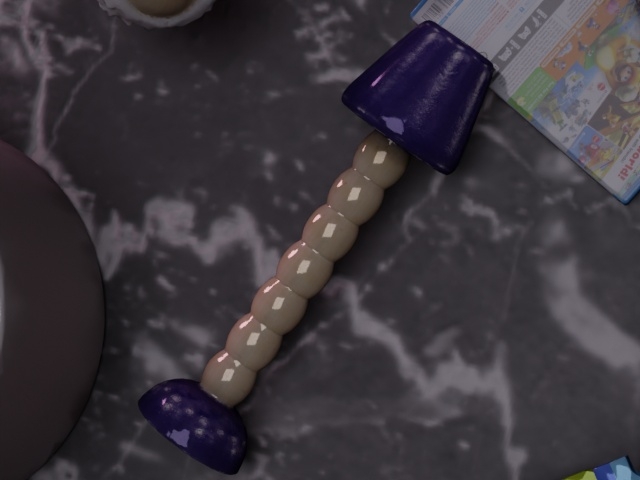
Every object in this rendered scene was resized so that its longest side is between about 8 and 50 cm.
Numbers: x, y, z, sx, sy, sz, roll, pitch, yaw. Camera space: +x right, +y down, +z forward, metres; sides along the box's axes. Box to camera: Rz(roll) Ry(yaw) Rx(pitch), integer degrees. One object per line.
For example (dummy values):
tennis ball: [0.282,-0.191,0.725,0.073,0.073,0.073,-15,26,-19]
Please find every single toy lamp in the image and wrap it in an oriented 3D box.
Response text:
toy lamp: [0.000,0.000,1.096,0.080,0.080,0.275,37,95,12]

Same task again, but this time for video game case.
video game case: [0.150,-0.118,1.103,0.166,0.015,0.119,43,95,12]

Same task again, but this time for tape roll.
tape roll: [-0.263,0.042,1.104,0.246,0.169,0.246,-1,87,13]

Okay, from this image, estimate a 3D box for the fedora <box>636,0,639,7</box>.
fedora: [0.233,-0.186,1.013,0.124,0.243,0.275,-18,69,42]

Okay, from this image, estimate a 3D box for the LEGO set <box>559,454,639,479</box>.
LEGO set: [0.143,0.175,1.050,0.227,0.087,0.093,-24,82,11]

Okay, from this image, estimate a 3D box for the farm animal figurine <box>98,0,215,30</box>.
farm animal figurine: [-0.020,-0.317,1.086,0.330,0.172,0.327,-21,95,3]
